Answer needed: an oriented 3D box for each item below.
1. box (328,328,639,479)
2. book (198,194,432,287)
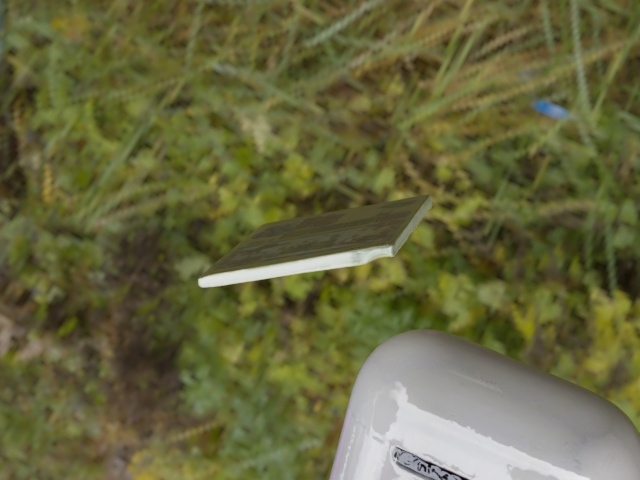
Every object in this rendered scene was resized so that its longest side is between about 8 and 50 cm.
[{"bbox_3d":[0.141,0.272,1.602,0.288,0.141,0.349,23,115,19],"label":"box"},{"bbox_3d":[0.000,0.000,1.436,0.168,0.192,0.013,-10,101,15],"label":"book"}]
